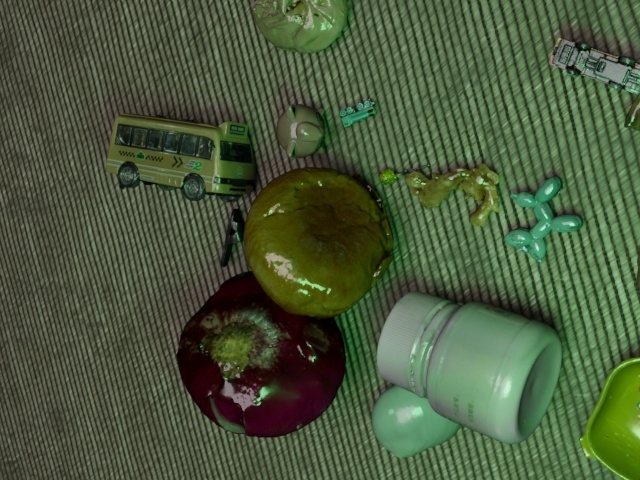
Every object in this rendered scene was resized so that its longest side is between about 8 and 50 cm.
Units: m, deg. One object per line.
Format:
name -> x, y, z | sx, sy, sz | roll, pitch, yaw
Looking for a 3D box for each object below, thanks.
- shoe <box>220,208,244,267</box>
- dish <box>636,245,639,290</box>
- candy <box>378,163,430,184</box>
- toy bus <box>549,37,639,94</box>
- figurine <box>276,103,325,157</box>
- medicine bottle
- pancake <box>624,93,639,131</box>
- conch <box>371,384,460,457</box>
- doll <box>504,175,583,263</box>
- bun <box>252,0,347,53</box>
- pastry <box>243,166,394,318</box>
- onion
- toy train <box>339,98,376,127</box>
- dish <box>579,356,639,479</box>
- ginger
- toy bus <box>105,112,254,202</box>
shoe -> -0.210, -0.002, 2.042 | 0.053, 0.062, 0.159 | 20, 106, 11
dish -> 0.696, 0.052, 1.540 | 0.213, 0.090, 0.213 | 5, 100, 27
candy -> 0.187, -0.153, 1.822 | 0.122, 0.035, 0.035 | -14, 50, 21
toy bus -> 0.545, -0.335, 1.575 | 0.192, 0.077, 0.065 | 25, 110, 21
figurine -> -0.041, -0.251, 1.871 | 0.125, 0.138, 0.125 | 3, 97, 21
medicine bottle -> 0.305, 0.249, 1.688 | 0.324, 0.256, 0.256 | 18, 106, 35
pancake -> 0.687, -0.208, 1.522 | 0.212, 0.029, 0.235 | -31, 96, 20
conch -> 0.220, 0.402, 1.847 | 0.185, 0.121, 0.221 | 39, 112, -14
doll -> 0.452, -0.037, 1.678 | 0.158, 0.059, 0.159 | -22, 88, 27
bun -> -0.057, -0.532, 1.849 | 0.237, 0.116, 0.210 | 1, 97, 27
pastry -> 0.000, 0.000, 1.781 | 0.356, 0.356, 0.164 | 63, 150, 7
onion -> -0.112, 0.306, 1.921 | 0.398, 0.398, 0.420 | 8, 143, 27
toy train -> 0.086, -0.290, 1.857 | 0.092, 0.029, 0.045 | -16, 97, 28
dish -> 0.648, 0.349, 1.599 | 0.221, 0.108, 0.262 | 34, 110, 20
ginger -> 0.295, -0.112, 1.759 | 0.193, 0.052, 0.176 | 48, 117, 5
toy bus -> -0.344, -0.208, 2.018 | 0.365, 0.177, 0.202 | 12, 97, 28
